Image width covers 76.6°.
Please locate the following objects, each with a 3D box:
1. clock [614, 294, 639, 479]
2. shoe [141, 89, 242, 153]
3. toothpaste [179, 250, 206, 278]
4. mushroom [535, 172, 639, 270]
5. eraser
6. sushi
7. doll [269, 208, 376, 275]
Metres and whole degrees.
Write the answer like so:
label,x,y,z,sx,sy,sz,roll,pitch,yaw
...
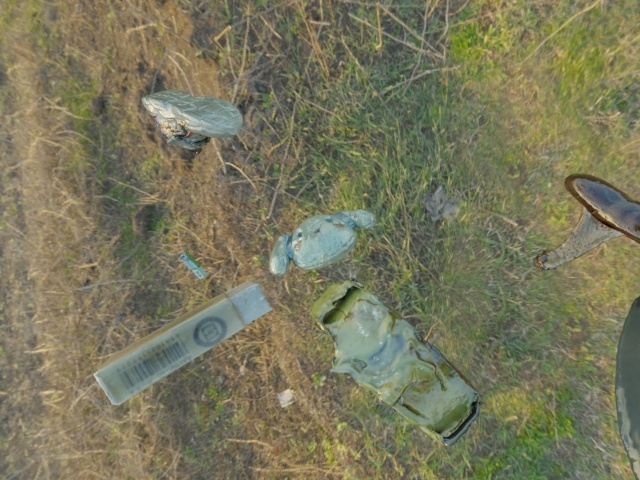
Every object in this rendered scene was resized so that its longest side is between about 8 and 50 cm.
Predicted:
label,x,y,z,sx,sy,sz,roll,pitch,yaw
clock,0.367,0.157,0.277,0.326,0.067,0.324,6,65,-12
shoe,-0.256,-0.221,0.808,0.228,0.099,0.125,23,129,23
toothpaste,-0.323,0.063,1.032,0.020,0.017,0.083,-29,121,8
mushroom,0.557,-0.002,0.840,0.217,0.148,0.227,-55,48,20
eraser,-0.275,0.197,0.849,0.344,0.144,0.078,-29,97,-16
sushi,0.101,0.191,0.629,0.291,0.131,0.139,44,76,8
doll,0.000,0.000,0.747,0.214,0.071,0.103,-27,43,0
